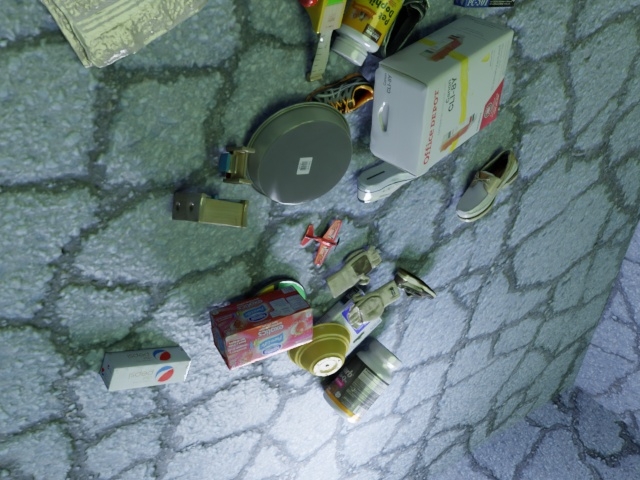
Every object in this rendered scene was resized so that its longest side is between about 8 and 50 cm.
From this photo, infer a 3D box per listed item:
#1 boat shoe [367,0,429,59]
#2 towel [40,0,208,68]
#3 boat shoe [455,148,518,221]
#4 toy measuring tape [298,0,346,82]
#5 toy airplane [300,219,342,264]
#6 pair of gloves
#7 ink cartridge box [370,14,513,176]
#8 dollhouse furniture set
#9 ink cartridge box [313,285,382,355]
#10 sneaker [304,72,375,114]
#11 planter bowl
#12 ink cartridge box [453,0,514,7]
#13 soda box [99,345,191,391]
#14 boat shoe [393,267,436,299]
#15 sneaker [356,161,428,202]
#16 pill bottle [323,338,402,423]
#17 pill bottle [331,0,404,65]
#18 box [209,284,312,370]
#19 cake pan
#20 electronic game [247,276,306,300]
[{"bbox_3d":[0.220,-0.579,1.464,0.301,0.102,0.108,-54,138,4],"label":"boat shoe"},{"bbox_3d":[-0.356,-0.454,1.098,0.282,0.049,0.187,-38,137,-14],"label":"towel"},{"bbox_3d":[0.560,-0.192,2.035,0.302,0.113,0.103,-46,138,-21],"label":"boat shoe"},{"bbox_3d":[-0.008,-0.515,1.342,0.121,0.121,0.330,-24,154,-26],"label":"toy measuring tape"},{"bbox_3d":[0.000,0.000,1.740,0.151,0.028,0.151,-22,129,-29],"label":"toy airplane"},{"bbox_3d":[0.134,0.148,1.905,0.204,0.042,0.240,-40,118,-15],"label":"pair of gloves"},{"bbox_3d":[0.320,-0.385,1.581,0.384,0.160,0.279,-36,144,-31],"label":"ink cartridge box"},{"bbox_3d":[-0.249,-0.130,1.386,0.129,0.128,0.184,6,90,-43],"label":"dollhouse furniture set"},{"bbox_3d":[0.092,0.280,2.004,0.206,0.045,0.208,-43,136,-8],"label":"ink cartridge box"},{"bbox_3d":[0.044,-0.346,1.494,0.214,0.083,0.084,-37,138,-13],"label":"sneaker"},{"bbox_3d":[0.010,0.368,1.915,0.217,0.090,0.217,-12,134,-12],"label":"planter bowl"},{"bbox_3d":[0.459,-0.690,1.634,0.207,0.046,0.097,-16,127,-32],"label":"ink cartridge box"},{"bbox_3d":[-0.451,0.330,1.555,0.216,0.069,0.074,3,117,-42],"label":"soda box"},{"bbox_3d":[0.325,0.166,2.106,0.073,0.080,0.223,-51,133,8],"label":"boat shoe"},{"bbox_3d":[0.208,-0.185,1.759,0.258,0.094,0.091,-20,148,-24],"label":"sneaker"},{"bbox_3d":[0.152,0.495,2.123,0.278,0.162,0.162,-49,138,-3],"label":"pill bottle"},{"bbox_3d":[0.111,-0.525,1.398,0.117,0.117,0.215,17,106,-46],"label":"pill bottle"},{"bbox_3d":[-0.160,0.235,1.639,0.256,0.128,0.123,-16,125,-24],"label":"box"},{"bbox_3d":[-0.045,-0.203,1.488,0.292,0.054,0.293,-17,139,-16],"label":"cake pan"},{"bbox_3d":[-0.137,0.209,1.755,0.229,0.048,0.230,-22,130,-28],"label":"electronic game"}]
